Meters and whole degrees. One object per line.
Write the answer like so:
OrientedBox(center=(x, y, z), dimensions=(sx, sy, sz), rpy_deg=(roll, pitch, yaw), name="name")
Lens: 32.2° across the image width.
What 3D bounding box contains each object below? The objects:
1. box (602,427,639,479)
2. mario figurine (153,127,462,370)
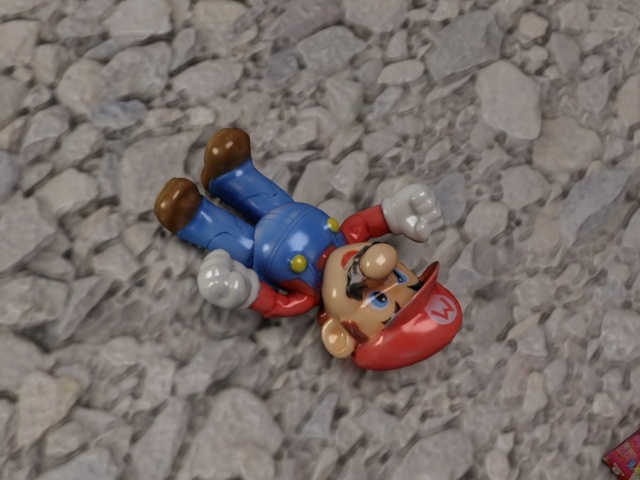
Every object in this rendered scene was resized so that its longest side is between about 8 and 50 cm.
OrientedBox(center=(0.432, 0.188, 1.116), dimensions=(0.257, 0.122, 0.128), rpy_deg=(-30, 74, -23), name="box")
OrientedBox(center=(0.000, 0.000, 1.091), dimensions=(0.320, 0.170, 0.198), rpy_deg=(32, 97, 14), name="mario figurine")
